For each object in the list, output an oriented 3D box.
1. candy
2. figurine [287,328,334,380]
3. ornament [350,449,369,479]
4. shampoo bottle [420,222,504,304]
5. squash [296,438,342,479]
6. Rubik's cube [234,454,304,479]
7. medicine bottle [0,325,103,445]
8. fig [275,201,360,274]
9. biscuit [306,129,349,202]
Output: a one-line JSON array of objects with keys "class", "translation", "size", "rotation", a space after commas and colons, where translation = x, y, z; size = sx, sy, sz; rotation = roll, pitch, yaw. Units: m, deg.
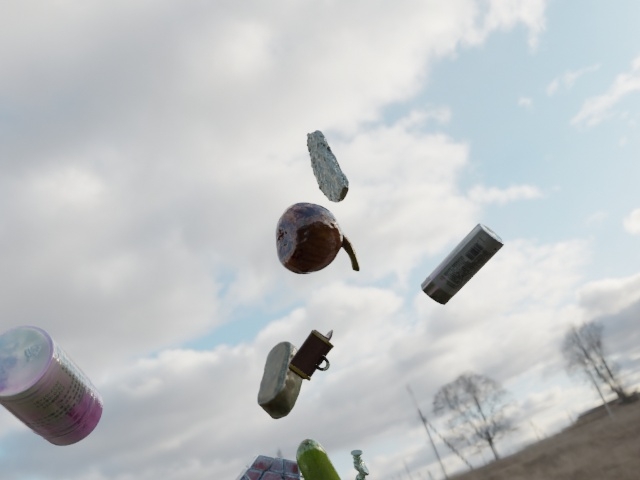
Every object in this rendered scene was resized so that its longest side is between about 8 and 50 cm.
[{"class": "candy", "translation": [-0.121, 0.431, 2.283], "size": [0.102, 0.234, 0.104], "rotation": [-19, -51, 26]}, {"class": "figurine", "translation": [-0.009, 0.303, 1.974], "size": [0.154, 0.098, 0.082], "rotation": [-52, -10, -8]}, {"class": "ornament", "translation": [0.096, 0.553, 1.785], "size": [0.041, 0.092, 0.068], "rotation": [-7, -21, 1]}, {"class": "shampoo bottle", "translation": [0.355, 0.062, 1.861], "size": [0.086, 0.056, 0.227], "rotation": [33, -66, -15]}, {"class": "squash", "translation": [-0.010, 0.591, 1.932], "size": [0.095, 0.188, 0.095], "rotation": [-20, 21, 8]}, {"class": "Rubik's cube", "translation": [-0.134, 0.764, 2.124], "size": [0.264, 0.319, 0.319], "rotation": [-8, -24, -47]}, {"class": "medicine bottle", "translation": [-0.546, 0.293, 1.465], "size": [0.152, 0.152, 0.254], "rotation": [-20, -36, -5]}, {"class": "fig", "translation": [-0.004, -0.007, 1.797], "size": [0.207, 0.175, 0.175], "rotation": [-2, -27, -25]}, {"class": "biscuit", "translation": [0.017, -0.187, 2.032], "size": [0.038, 0.290, 0.141], "rotation": [-11, -45, -17]}]
